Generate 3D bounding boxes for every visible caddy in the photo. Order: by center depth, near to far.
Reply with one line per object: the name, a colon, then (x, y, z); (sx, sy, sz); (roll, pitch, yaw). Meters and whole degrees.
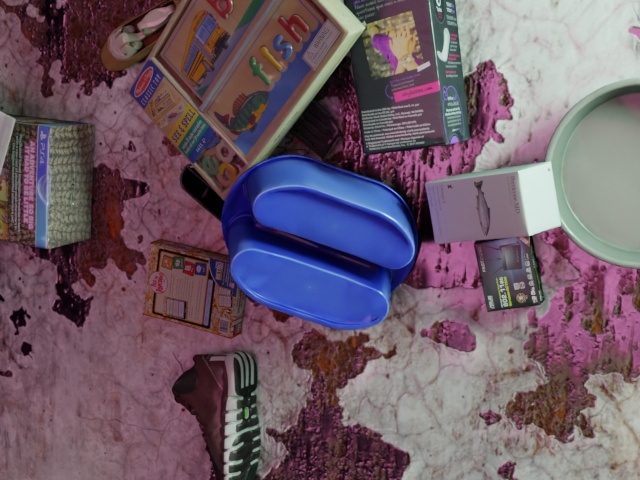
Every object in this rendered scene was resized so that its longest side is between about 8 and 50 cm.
caddy: (0.000, 0.000, 1.655); (0.341, 0.179, 0.241); (20, 110, -9)

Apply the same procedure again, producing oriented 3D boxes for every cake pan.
cake pan: (0.496, -0.104, 1.528); (0.293, 0.054, 0.293); (4, 100, 21)

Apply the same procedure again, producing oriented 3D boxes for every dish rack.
dish rack: (-0.101, -0.148, 1.751); (0.208, 0.074, 0.271); (39, 110, 11)

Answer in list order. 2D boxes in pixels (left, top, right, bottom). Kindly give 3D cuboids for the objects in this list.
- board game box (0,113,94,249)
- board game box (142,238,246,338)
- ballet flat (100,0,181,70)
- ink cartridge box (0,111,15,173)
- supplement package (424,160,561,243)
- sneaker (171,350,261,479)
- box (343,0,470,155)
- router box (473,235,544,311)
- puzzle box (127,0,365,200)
board game box: (-0.602, -0.125, 1.920); (0.291, 0.141, 0.232); (9, 102, 20)
board game box: (-0.235, 0.089, 1.860); (0.194, 0.045, 0.146); (14, 104, 20)
ballet flat: (-0.328, -0.383, 1.804); (0.232, 0.073, 0.080); (-28, 87, 24)
ink cartridge box: (-0.675, -0.150, 1.836); (0.239, 0.060, 0.275); (26, 107, 16)
supplement package: (0.272, -0.059, 1.569); (0.179, 0.105, 0.105); (-6, 96, 43)
sneaker: (-0.204, 0.344, 1.870); (0.163, 0.106, 0.281); (2, 89, 27)
box: (0.140, -0.281, 1.581); (0.143, 0.165, 0.270); (-4, 97, 23)
router box: (0.312, 0.052, 1.636); (0.092, 0.038, 0.122); (-10, 95, 24)
puzzle box: (-0.136, -0.293, 1.619); (0.272, 0.052, 0.409); (48, 128, 10)
